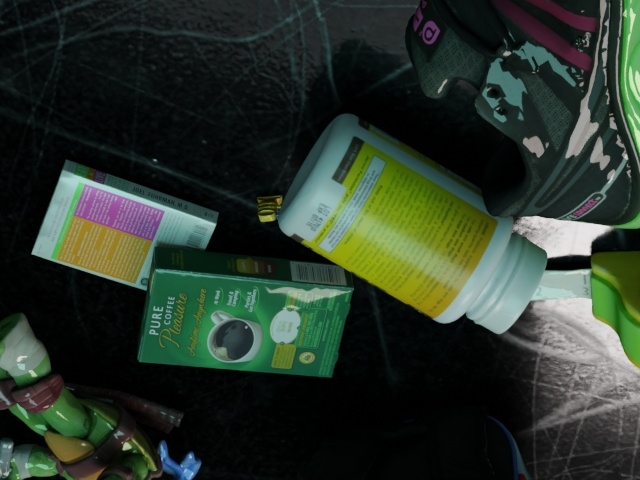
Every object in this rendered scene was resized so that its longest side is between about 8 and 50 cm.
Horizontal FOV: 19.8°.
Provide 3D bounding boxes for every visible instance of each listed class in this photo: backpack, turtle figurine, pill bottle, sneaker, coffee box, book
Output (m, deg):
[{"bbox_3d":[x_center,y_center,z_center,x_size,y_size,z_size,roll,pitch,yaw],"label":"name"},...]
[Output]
[{"bbox_3d":[0.096,0.287,1.694,0.276,0.263,0.213,-7,131,15],"label":"backpack"},{"bbox_3d":[-0.272,0.214,1.713,0.274,0.198,0.266,-33,108,6],"label":"turtle figurine"},{"bbox_3d":[0.080,-0.008,1.552,0.215,0.117,0.117,30,125,-7],"label":"pill bottle"},{"bbox_3d":[0.154,-0.194,1.376,0.202,0.185,0.483,-10,124,9],"label":"sneaker"},{"bbox_3d":[-0.069,0.066,1.667,0.184,0.040,0.113,5,127,-10],"label":"coffee box"},{"bbox_3d":[-0.176,-0.008,1.650,0.144,0.035,0.096,20,125,-10],"label":"book"}]

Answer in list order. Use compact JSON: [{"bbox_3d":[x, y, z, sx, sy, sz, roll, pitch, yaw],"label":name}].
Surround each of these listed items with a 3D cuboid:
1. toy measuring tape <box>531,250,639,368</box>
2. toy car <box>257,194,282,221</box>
[{"bbox_3d":[0.253,0.067,1.601,0.330,0.121,0.121,-2,126,9],"label":"toy measuring tape"},{"bbox_3d":[0.000,0.000,1.628,0.122,0.040,0.060,7,127,1],"label":"toy car"}]
